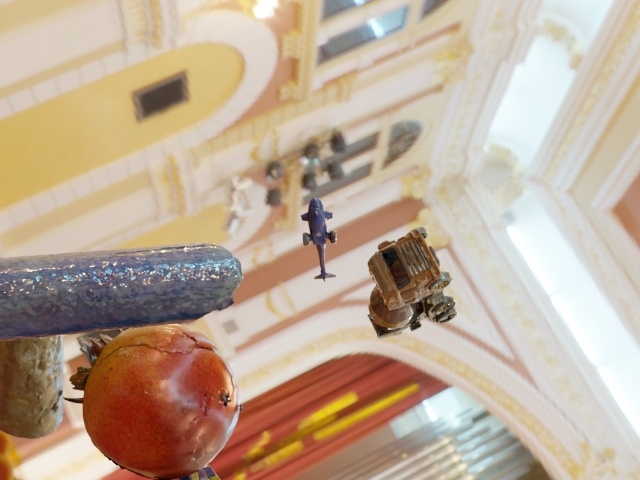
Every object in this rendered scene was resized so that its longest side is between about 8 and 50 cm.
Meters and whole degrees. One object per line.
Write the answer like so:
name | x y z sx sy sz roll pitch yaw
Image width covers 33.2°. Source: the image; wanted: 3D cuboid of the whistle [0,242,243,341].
whistle | -0.207 0.039 0.742 0.062 0.304 0.062 176 -90 -72

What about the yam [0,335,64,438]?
yam | -0.507 0.233 1.882 0.133 0.133 0.330 57 -34 29

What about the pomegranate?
pomegranate | -0.220 0.205 1.409 0.235 0.210 0.210 24 -26 12

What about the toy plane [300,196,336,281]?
toy plane | 0.000 0.000 1.685 0.062 0.054 0.167 -92 176 -54

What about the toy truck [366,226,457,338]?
toy truck | 0.139 0.085 1.775 0.257 0.140 0.108 68 -3 -67

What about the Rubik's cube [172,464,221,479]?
Rubik's cube | -0.186 0.363 1.509 0.093 0.111 0.111 21 -22 5
